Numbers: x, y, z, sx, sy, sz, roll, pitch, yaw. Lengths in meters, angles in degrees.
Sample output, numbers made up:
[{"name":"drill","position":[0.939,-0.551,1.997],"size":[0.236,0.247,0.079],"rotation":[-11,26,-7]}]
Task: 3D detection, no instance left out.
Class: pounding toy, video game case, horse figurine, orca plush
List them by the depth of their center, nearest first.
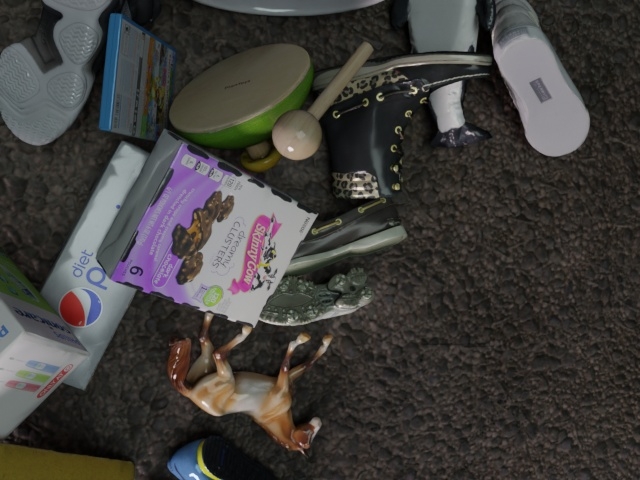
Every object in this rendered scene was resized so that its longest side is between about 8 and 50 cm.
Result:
[{"name":"video game case","position":[-0.205,-0.177,0.725],"size":[0.015,0.166,0.119],"rotation":[8,95,6]},{"name":"pounding toy","position":[-0.058,-0.143,0.763],"size":[0.183,0.236,0.110],"rotation":[-54,136,-30]},{"name":"horse figurine","position":[-0.097,0.185,0.848],"size":[0.263,0.066,0.174],"rotation":[19,104,-27]},{"name":"orca plush","position":[0.195,-0.279,0.872],"size":[0.102,0.151,0.287],"rotation":[-29,104,-45]}]

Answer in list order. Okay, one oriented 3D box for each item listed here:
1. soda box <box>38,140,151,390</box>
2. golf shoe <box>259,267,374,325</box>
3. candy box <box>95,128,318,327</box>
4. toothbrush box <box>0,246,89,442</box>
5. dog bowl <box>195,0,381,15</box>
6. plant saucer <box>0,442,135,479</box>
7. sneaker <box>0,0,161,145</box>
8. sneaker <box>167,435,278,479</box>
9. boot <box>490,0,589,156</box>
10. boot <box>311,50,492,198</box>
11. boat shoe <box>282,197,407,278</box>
[{"name":"soda box","position":[-0.264,0.025,0.766],"size":[0.098,0.091,0.286],"rotation":[27,89,-21]},{"name":"golf shoe","position":[-0.017,0.089,0.857],"size":[0.176,0.086,0.069],"rotation":[-4,65,-21]},{"name":"candy box","position":[-0.125,-0.008,0.729],"size":[0.196,0.070,0.165],"rotation":[25,96,-38]},{"name":"toothbrush box","position":[-0.414,0.083,0.637],"size":[0.283,0.122,0.206],"rotation":[41,82,21]},{"name":"dog bowl","position":[-0.040,-0.335,0.701],"size":[0.264,0.265,0.104],"rotation":[-2,95,-18]},{"name":"plant saucer","position":[-0.373,0.378,0.672],"size":[0.081,0.333,0.333],"rotation":[40,82,25]},{"name":"sneaker","position":[-0.266,-0.232,0.728],"size":[0.101,0.153,0.268],"rotation":[36,121,-2]},{"name":"sneaker","position":[-0.123,0.345,0.877],"size":[0.082,0.069,0.209],"rotation":[-29,120,24]},{"name":"boot","position":[0.316,-0.241,0.918],"size":[0.095,0.123,0.258],"rotation":[-17,141,25]},{"name":"boot","position":[0.109,-0.152,0.835],"size":[0.236,0.085,0.179],"rotation":[-4,103,16]},{"name":"boat shoe","position":[0.000,0.000,0.859],"size":[0.227,0.081,0.069],"rotation":[-17,78,-8]}]
